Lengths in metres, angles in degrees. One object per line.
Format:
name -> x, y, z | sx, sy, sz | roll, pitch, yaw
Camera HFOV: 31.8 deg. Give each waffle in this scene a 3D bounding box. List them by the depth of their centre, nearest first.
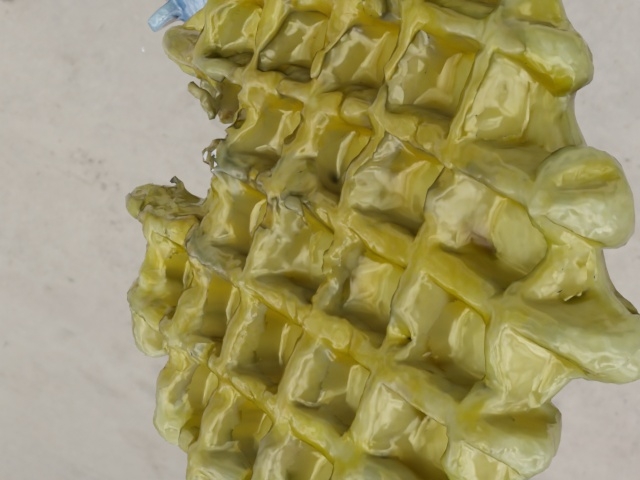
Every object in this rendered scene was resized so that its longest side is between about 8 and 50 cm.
waffle -> 0.002, 0.000, 0.426 | 0.056, 0.249, 0.261 | 6, 153, -44

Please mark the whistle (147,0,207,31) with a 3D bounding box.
whistle -> -0.004, -0.218, 0.704 | 0.093, 0.269, 0.180 | 47, 170, -5
